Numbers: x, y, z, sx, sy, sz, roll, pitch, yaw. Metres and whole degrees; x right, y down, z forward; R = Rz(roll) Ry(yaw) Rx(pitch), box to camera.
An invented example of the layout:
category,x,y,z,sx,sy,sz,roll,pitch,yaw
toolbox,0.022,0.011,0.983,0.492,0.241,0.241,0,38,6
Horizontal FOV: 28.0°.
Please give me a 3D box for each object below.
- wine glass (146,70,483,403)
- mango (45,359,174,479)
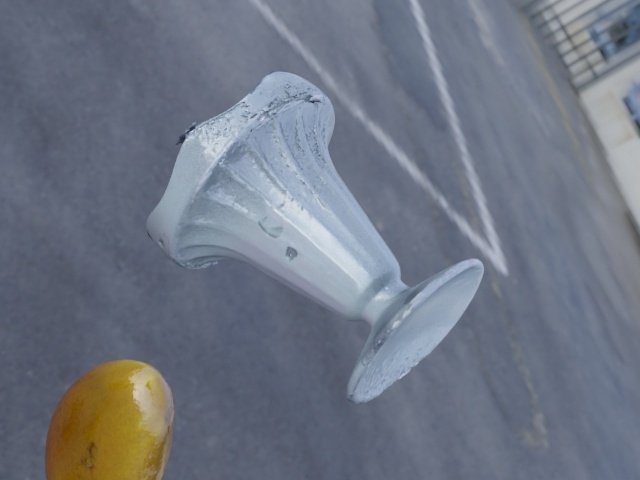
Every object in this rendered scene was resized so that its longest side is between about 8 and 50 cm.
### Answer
category,x,y,z,sx,sy,sz,roll,pitch,yaw
wine glass,0.000,0.000,0.882,0.196,0.165,0.165,41,12,20
mango,-0.214,0.202,1.301,0.102,0.217,0.141,9,44,-32
